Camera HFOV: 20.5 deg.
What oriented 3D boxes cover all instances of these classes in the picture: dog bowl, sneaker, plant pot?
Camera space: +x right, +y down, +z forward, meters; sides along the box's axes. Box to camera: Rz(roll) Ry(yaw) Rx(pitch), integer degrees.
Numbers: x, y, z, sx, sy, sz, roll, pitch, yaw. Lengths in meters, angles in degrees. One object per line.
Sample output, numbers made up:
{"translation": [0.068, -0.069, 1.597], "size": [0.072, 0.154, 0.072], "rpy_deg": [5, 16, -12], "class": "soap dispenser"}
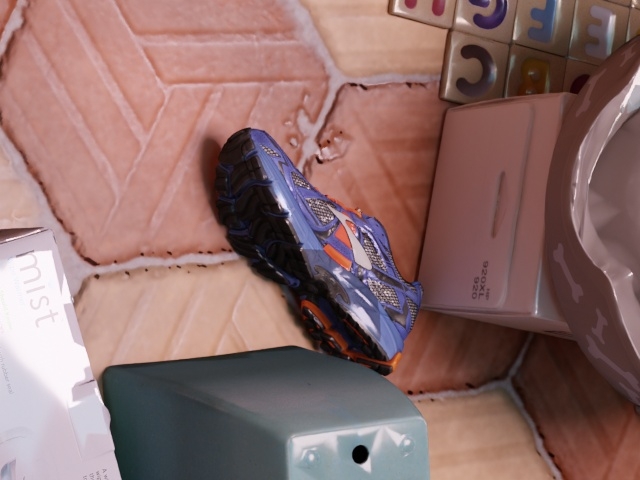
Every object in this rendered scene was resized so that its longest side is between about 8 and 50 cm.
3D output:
{"translation": [0.314, -0.014, 1.293], "size": [0.349, 0.102, 0.348], "rpy_deg": [1, 88, -28], "class": "dog bowl"}
{"translation": [0.000, 0.000, 1.341], "size": [0.221, 0.083, 0.087], "rpy_deg": [55, 54, -23], "class": "sneaker"}
{"translation": [-0.028, 0.170, 1.229], "size": [0.165, 0.234, 0.165], "rpy_deg": [-5, 93, -28], "class": "plant pot"}

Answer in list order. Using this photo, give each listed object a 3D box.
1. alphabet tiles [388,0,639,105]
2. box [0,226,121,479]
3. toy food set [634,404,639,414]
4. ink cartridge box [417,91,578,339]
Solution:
{"translation": [0.196, -0.268, 1.472], "size": [0.285, 0.011, 0.342], "rpy_deg": [11, 85, -28], "class": "alphabet tiles"}
{"translation": [-0.262, 0.144, 1.165], "size": [0.231, 0.127, 0.262], "rpy_deg": [-19, 99, -27], "class": "box"}
{"translation": [0.447, 0.092, 1.491], "size": [0.306, 0.220, 0.092], "rpy_deg": [-26, 112, -26], "class": "toy food set"}
{"translation": [0.222, -0.007, 1.398], "size": [0.233, 0.168, 0.171], "rpy_deg": [12, 83, -28], "class": "ink cartridge box"}
